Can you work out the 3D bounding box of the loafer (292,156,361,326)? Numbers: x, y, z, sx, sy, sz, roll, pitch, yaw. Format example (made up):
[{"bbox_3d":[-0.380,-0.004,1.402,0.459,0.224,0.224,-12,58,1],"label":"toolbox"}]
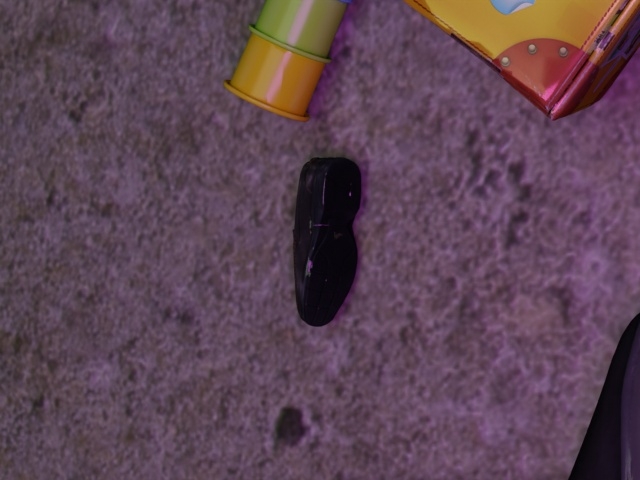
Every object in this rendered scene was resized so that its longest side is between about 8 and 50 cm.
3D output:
[{"bbox_3d":[0.000,0.000,1.679,0.061,0.062,0.170,12,93,54],"label":"loafer"}]

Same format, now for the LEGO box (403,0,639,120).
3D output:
[{"bbox_3d":[0.213,-0.415,1.402,0.372,0.193,0.500,39,113,11],"label":"LEGO box"}]

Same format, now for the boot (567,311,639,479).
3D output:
[{"bbox_3d":[0.146,0.247,1.512,0.445,0.146,0.367,-15,54,43],"label":"boot"}]

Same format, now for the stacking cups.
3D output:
[{"bbox_3d":[0.011,-0.276,1.659,0.096,0.096,0.316,31,101,29],"label":"stacking cups"}]
